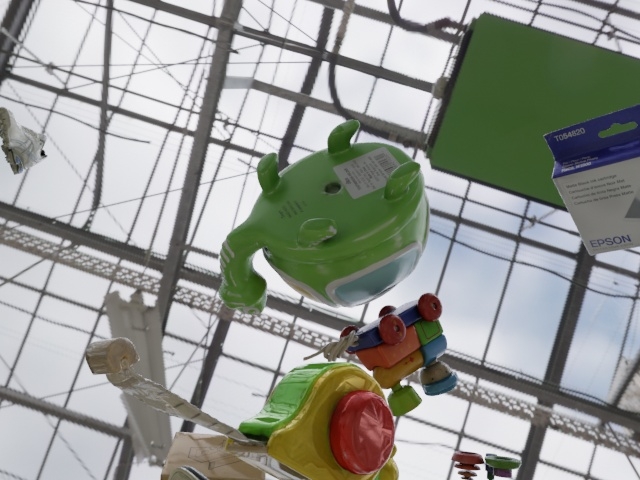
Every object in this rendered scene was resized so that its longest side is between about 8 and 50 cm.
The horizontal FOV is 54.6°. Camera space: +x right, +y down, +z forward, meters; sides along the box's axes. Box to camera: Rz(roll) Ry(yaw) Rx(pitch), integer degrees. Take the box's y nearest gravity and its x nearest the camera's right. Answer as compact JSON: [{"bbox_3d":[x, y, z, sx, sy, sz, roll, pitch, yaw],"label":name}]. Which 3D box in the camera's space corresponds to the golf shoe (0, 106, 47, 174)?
[{"bbox_3d":[-0.592,-0.209,1.232,0.086,0.176,0.069,-25,-109,-25],"label":"golf shoe"}]

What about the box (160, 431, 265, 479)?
[{"bbox_3d":[-0.210,0.445,1.265,0.201,0.164,0.021,4,-78,-4],"label":"box"}]

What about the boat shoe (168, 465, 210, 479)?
[{"bbox_3d":[-0.157,0.459,1.020,0.233,0.079,0.084,39,-75,13],"label":"boat shoe"}]

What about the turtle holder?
[{"bbox_3d":[0.018,0.002,0.920,0.243,0.320,0.227,23,-33,36],"label":"turtle holder"}]

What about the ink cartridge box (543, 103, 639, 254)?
[{"bbox_3d":[0.483,-0.092,0.953,0.223,0.045,0.224,-16,-66,45],"label":"ink cartridge box"}]

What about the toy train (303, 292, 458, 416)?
[{"bbox_3d":[0.089,0.178,0.852,0.105,0.248,0.143,-27,-93,48],"label":"toy train"}]

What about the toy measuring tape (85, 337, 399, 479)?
[{"bbox_3d":[-0.032,0.130,0.522,0.121,0.121,0.330,-39,-57,15],"label":"toy measuring tape"}]

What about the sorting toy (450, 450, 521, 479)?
[{"bbox_3d":[0.241,0.334,0.902,0.102,0.061,0.042,-3,-103,34],"label":"sorting toy"}]
